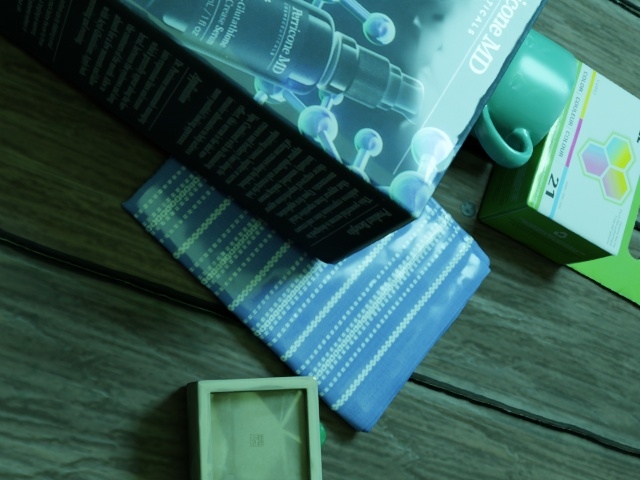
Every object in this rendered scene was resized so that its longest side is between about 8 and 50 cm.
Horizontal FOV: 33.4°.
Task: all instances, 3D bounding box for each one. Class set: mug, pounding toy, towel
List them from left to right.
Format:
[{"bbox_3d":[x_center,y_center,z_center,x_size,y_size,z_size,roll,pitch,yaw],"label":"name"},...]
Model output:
[{"bbox_3d":[-0.051,0.194,0.995,0.141,0.100,0.130,0,82,-16],"label":"pounding toy"},{"bbox_3d":[0.000,0.000,1.079,0.336,0.040,0.243,45,67,-11],"label":"towel"},{"bbox_3d":[0.196,-0.163,1.130,0.097,0.157,0.129,27,107,-15],"label":"mug"}]

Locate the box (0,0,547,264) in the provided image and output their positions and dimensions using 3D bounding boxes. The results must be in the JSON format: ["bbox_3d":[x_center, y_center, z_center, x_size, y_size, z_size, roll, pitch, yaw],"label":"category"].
[{"bbox_3d":[-0.040,-0.218,0.961,0.395,0.212,0.293,35,69,-10],"label":"box"}]

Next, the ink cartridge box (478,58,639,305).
[{"bbox_3d":[0.328,-0.059,1.211,0.255,0.097,0.188,27,71,-20],"label":"ink cartridge box"}]
